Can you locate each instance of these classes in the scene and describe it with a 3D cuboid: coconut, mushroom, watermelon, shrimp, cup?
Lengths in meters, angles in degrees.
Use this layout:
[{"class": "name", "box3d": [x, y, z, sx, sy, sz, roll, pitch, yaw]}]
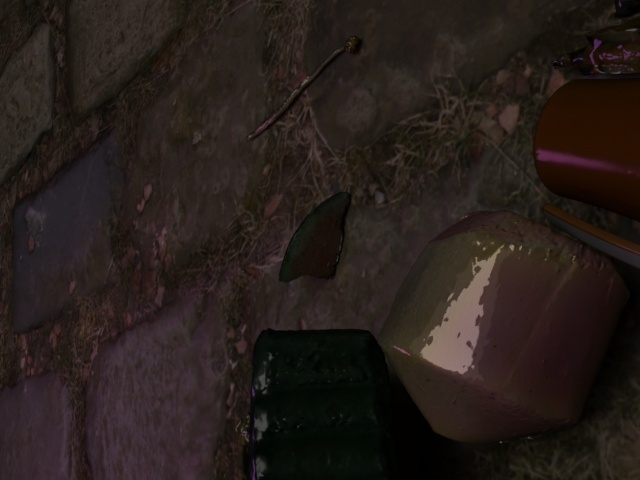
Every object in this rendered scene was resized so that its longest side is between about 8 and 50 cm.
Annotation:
[{"class": "coconut", "box3d": [0.189, 0.102, 0.858, 0.233, 0.233, 0.245, 28, 92, 47]}, {"class": "mushroom", "box3d": [-0.034, -0.253, 1.329, 0.286, 0.028, 0.026, -34, 98, 36]}, {"class": "watermelon", "box3d": [-0.007, -0.009, 1.213, 0.101, 0.080, 0.155, -125, 52, -81]}, {"class": "shrimp", "box3d": [0.376, -0.256, 0.869, 0.254, 0.059, 0.145, 6, 81, 47]}, {"class": "cup", "box3d": [0.335, -0.070, 0.767, 0.226, 0.182, 0.264, -47, 33, -15]}]

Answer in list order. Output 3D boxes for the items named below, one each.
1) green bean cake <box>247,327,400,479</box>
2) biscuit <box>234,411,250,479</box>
[{"class": "green bean cake", "box3d": [0.000, 0.279, 0.949, 0.308, 0.169, 0.300, 99, 169, -68]}, {"class": "biscuit", "box3d": [-0.095, 0.337, 1.117, 0.031, 0.228, 0.176, -14, 91, 2]}]
